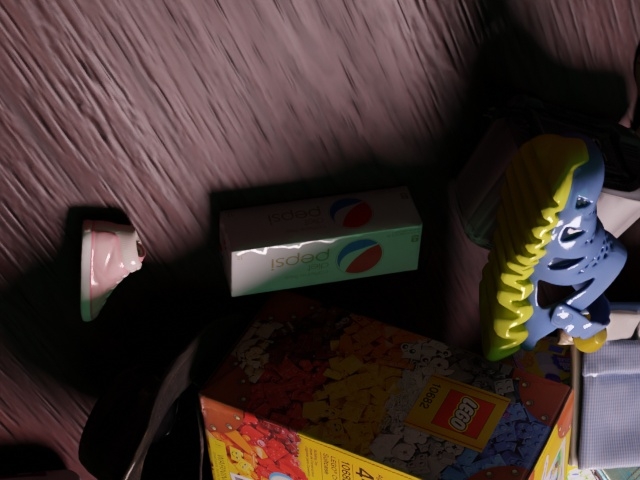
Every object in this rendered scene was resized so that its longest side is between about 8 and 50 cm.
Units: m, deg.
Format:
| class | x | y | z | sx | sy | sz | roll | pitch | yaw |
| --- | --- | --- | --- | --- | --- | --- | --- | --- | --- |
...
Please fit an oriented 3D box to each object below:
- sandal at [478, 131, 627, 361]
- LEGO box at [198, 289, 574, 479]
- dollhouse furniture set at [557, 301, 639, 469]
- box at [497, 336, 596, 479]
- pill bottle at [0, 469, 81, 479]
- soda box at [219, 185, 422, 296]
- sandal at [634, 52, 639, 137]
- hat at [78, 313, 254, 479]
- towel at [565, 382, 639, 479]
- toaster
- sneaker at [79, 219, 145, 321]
| class | x | y | z | sx | sy | sz | roll | pitch | yaw |
| --- | --- | --- | --- | --- | --- | --- | --- | --- | --- |
| sandal | 0.248 | 0.007 | 1.443 | 0.138 | 0.126 | 0.317 | 1 | 145 | -3 |
| LEGO box | 0.083 | 0.338 | 1.686 | 0.373 | 0.193 | 0.500 | 18 | 138 | 22 |
| dollhouse furniture set | 0.423 | 0.219 | 1.603 | 0.303 | 0.198 | 0.286 | 2 | 91 | -23 |
| box | 0.341 | 0.286 | 1.887 | 0.290 | 0.177 | 0.279 | 5 | 132 | -23 |
| pill bottle | -0.438 | 0.371 | 1.703 | 0.302 | 0.169 | 0.169 | -2 | 134 | -17 |
| soda box | 0.000 | 0.000 | 1.558 | 0.216 | 0.069 | 0.074 | -9 | 136 | -12 |
| sandal | 0.391 | -0.134 | 1.567 | 0.060 | 0.090 | 0.219 | -31 | 133 | -19 |
| hat | -0.188 | 0.219 | 1.625 | 0.134 | 0.331 | 0.331 | 19 | 141 | 21 |
| towel | 0.475 | 0.190 | 1.752 | 0.370 | 0.040 | 0.271 | -39 | 107 | -17 |
| toaster | 0.246 | -0.060 | 1.542 | 0.227 | 0.129 | 0.146 | 13 | 130 | -26 |
| sneaker | -0.225 | 0.035 | 1.526 | 0.070 | 0.051 | 0.134 | 0 | 129 | -13 |
